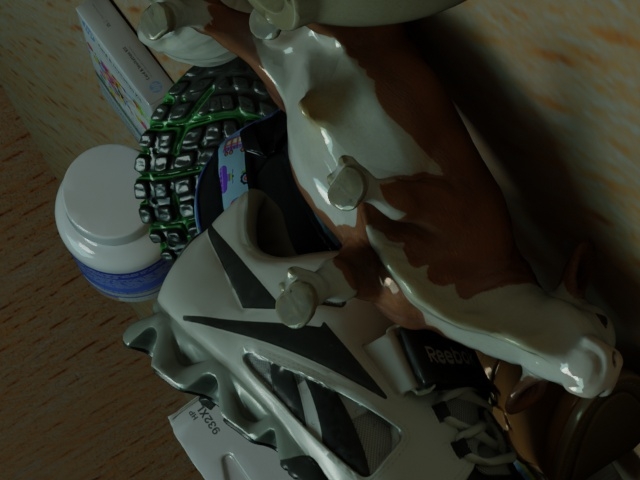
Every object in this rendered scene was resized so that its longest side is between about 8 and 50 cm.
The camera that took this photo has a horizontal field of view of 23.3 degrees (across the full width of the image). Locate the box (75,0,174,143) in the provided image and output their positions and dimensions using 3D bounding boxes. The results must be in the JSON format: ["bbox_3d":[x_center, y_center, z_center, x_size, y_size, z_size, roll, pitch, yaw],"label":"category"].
[{"bbox_3d":[-0.198,-0.161,1.678,0.145,0.038,0.186,52,166,19],"label":"box"}]

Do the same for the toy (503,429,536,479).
[{"bbox_3d":[0.150,0.200,1.180,0.137,0.056,0.237,57,168,4],"label":"toy"}]

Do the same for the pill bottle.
[{"bbox_3d":[-0.236,-0.024,1.867,0.152,0.152,0.272,55,171,10],"label":"pill bottle"}]

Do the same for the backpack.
[{"bbox_3d":[0.000,0.000,1.053,0.117,0.158,0.173,26,-138,-61],"label":"backpack"}]

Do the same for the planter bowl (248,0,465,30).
[{"bbox_3d":[0.005,-0.164,0.715,0.162,0.109,0.162,53,166,19],"label":"planter bowl"}]

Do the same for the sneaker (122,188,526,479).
[{"bbox_3d":[0.039,0.079,0.888,0.330,0.146,0.122,33,-176,26],"label":"sneaker"}]

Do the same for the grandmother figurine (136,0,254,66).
[{"bbox_3d":[-0.140,-0.267,1.075,0.342,0.104,0.208,61,-165,-27],"label":"grandmother figurine"}]

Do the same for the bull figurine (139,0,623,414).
[{"bbox_3d":[0.035,-0.033,0.824,0.188,0.101,0.310,9,-136,-54],"label":"bull figurine"}]

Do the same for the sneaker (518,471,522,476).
[{"bbox_3d":[0.111,0.223,1.072,0.118,0.107,0.279,14,156,22],"label":"sneaker"}]

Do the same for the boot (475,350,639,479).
[{"bbox_3d":[0.127,0.082,0.946,0.152,0.073,0.197,56,166,25],"label":"boot"}]

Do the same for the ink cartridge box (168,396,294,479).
[{"bbox_3d":[-0.024,0.289,1.784,0.223,0.129,0.307,53,179,25],"label":"ink cartridge box"}]

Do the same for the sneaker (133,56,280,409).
[{"bbox_3d":[-0.063,-0.015,1.294,0.134,0.146,0.343,13,130,17],"label":"sneaker"}]
